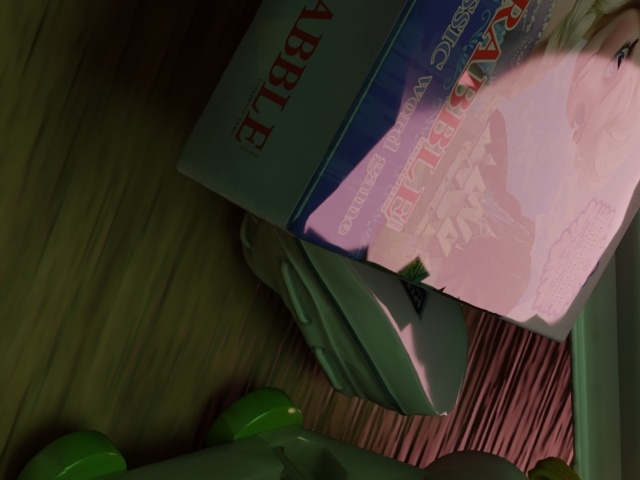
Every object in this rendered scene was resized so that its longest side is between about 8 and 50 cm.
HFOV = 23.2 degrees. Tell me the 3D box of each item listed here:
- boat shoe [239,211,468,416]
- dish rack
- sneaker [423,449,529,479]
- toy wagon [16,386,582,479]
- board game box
[{"bbox_3d":[0.000,0.000,0.802,0.095,0.084,0.258,-62,141,-41],"label":"boat shoe"},{"bbox_3d":[0.244,0.028,0.992,0.285,0.072,0.333,-22,111,-53],"label":"dish rack"},{"bbox_3d":[0.138,0.267,1.034,0.150,0.135,0.366,-60,140,-54],"label":"sneaker"},{"bbox_3d":[0.020,0.186,0.766,0.344,0.267,0.068,-9,135,-42],"label":"toy wagon"},{"bbox_3d":[0.112,-0.123,0.711,0.319,0.066,0.318,-62,151,4],"label":"board game box"}]
